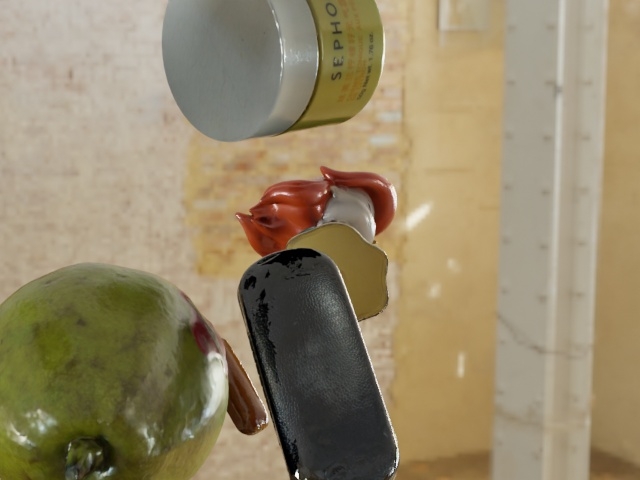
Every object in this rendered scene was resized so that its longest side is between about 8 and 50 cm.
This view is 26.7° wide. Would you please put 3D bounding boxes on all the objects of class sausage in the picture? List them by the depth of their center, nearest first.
[{"bbox_3d":[-0.103,0.176,1.609,0.039,0.041,0.131,-6,-127,-40],"label":"sausage"}]

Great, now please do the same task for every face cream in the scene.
[{"bbox_3d":[-0.057,-0.238,1.652,0.218,0.218,0.179,8,-165,44],"label":"face cream"}]

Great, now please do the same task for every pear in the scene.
[{"bbox_3d":[-0.242,0.173,1.444,0.288,0.287,0.375,0,-165,-3],"label":"pear"}]

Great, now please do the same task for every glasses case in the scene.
[{"bbox_3d":[-0.005,0.143,1.461,0.122,0.314,0.075,-15,148,-6],"label":"glasses case"}]

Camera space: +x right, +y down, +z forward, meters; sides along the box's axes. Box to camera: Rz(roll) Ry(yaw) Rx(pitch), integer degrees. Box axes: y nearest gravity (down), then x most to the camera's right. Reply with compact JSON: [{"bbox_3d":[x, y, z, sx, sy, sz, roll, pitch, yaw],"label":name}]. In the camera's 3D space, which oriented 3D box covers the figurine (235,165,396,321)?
[{"bbox_3d":[0.003,-0.008,1.873,0.208,0.181,0.257,-32,-158,14],"label":"figurine"}]
